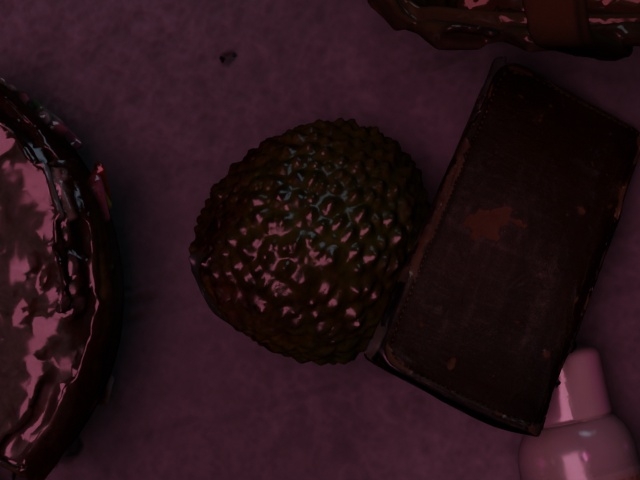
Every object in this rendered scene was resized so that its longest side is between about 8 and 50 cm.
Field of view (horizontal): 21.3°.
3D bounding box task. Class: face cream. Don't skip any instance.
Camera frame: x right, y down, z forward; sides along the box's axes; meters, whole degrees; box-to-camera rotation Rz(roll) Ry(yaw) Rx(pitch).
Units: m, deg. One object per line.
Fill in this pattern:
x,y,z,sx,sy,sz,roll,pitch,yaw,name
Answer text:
0.180,0.201,1.113,0.082,0.082,0.269,-12,86,15,face cream

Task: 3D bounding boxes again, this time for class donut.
-0.288,-0.002,1.213,0.345,0.136,0.259,19,93,14,donut

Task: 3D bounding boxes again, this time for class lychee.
0.000,0.000,1.126,0.171,0.171,0.171,0,90,15,lychee

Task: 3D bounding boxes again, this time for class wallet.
0.122,0.004,1.094,0.122,0.031,0.232,28,69,-9,wallet

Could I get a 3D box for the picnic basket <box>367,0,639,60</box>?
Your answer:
0.157,-0.233,1.000,0.291,0.321,0.254,1,94,17,picnic basket
